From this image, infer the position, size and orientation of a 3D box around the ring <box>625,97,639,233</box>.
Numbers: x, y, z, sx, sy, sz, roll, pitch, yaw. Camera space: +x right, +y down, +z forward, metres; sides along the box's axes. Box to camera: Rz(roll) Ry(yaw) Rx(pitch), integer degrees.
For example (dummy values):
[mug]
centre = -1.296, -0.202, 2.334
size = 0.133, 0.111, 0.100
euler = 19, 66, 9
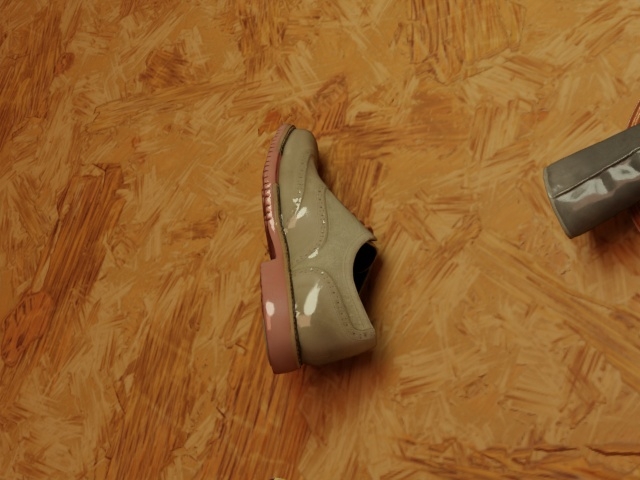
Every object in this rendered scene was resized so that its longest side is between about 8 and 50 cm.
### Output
[ring]
centre = 0.470, -0.101, 1.042
size = 0.337, 0.032, 0.336
euler = -21, 52, 29

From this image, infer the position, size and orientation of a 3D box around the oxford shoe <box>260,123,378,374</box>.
[oxford shoe]
centre = 0.000, 0.000, 1.334
size = 0.147, 0.140, 0.397
euler = -5, 51, 3

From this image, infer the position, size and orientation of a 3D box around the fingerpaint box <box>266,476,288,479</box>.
[fingerpaint box]
centre = -0.066, 0.455, 0.922
size = 0.371, 0.163, 0.444
euler = 130, 158, -70

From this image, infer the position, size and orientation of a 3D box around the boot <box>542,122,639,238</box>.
[boot]
centre = 0.340, -0.061, 1.051
size = 0.209, 0.076, 0.189
euler = -26, 36, 17
